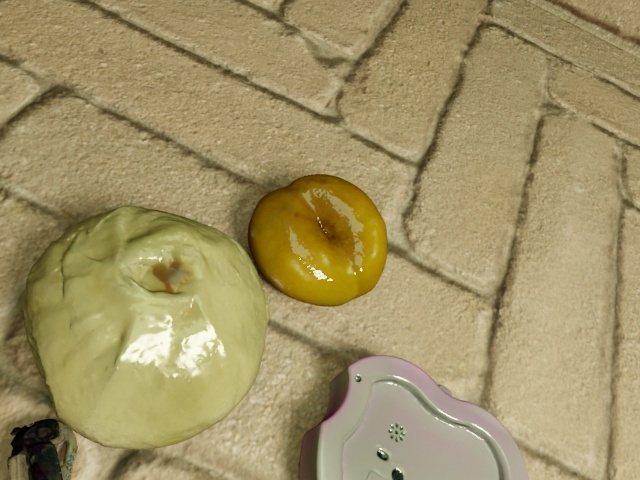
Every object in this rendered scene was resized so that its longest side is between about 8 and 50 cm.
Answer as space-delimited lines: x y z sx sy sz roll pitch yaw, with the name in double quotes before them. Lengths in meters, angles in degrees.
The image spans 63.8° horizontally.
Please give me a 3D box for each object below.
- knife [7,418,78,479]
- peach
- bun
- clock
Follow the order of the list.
"knife" -0.295 0.355 0.575 0.089 0.043 0.365 18 31 -44
"peach" 0.000 0.000 0.907 0.251 0.153 0.251 5 55 -7
"bun" -0.238 0.095 0.735 0.364 0.202 0.364 10 56 -15
"clock" 0.136 0.337 0.763 0.338 0.102 0.339 9 56 -13
